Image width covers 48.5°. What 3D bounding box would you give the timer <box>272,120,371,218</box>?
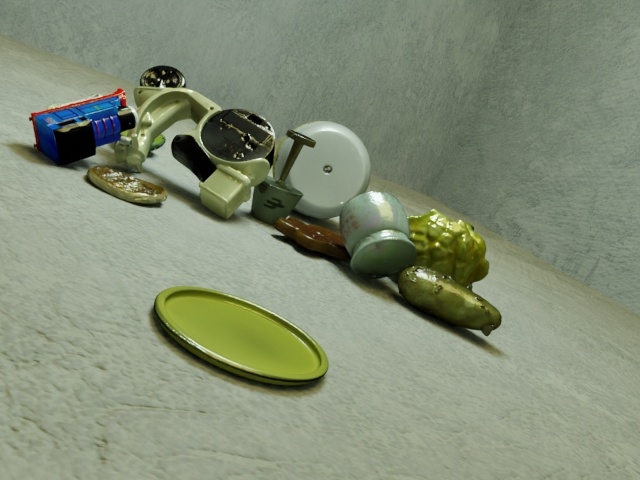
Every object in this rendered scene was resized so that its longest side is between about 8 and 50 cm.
[{"bbox_3d":[-0.009,-0.191,1.945,0.285,0.285,0.285,23,11,-5],"label":"timer"}]

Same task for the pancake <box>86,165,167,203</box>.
[{"bbox_3d":[-0.369,-0.106,1.362,0.158,0.028,0.158,20,13,-5],"label":"pancake"}]

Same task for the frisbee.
[{"bbox_3d":[-0.098,0.118,0.896,0.236,0.017,0.236,23,11,-4],"label":"frisbee"}]

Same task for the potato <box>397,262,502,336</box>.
[{"bbox_3d":[0.258,0.119,1.433,0.226,0.090,0.117,27,11,19],"label":"potato"}]

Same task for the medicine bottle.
[{"bbox_3d":[0.119,-0.009,1.506,0.147,0.147,0.143,16,46,-34],"label":"medicine bottle"}]

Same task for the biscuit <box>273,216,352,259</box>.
[{"bbox_3d":[0.000,0.000,1.593,0.180,0.039,0.236,31,12,34],"label":"biscuit"}]

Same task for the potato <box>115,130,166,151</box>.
[{"bbox_3d":[-0.461,-0.250,1.788,0.120,0.054,0.198,26,15,-8],"label":"potato"}]

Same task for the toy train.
[{"bbox_3d":[-0.458,-0.227,1.402,0.204,0.082,0.131,-26,44,-36],"label":"toy train"}]

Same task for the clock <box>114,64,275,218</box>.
[{"bbox_3d":[-0.287,-0.225,1.558,0.379,0.276,0.120,28,-32,14],"label":"clock"}]

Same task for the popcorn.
[{"bbox_3d":[0.264,0.027,1.637,0.255,0.194,0.256,26,-9,-17],"label":"popcorn"}]

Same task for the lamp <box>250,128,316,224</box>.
[{"bbox_3d":[-0.086,-0.145,1.639,0.121,0.214,0.121,24,12,-6],"label":"lamp"}]
